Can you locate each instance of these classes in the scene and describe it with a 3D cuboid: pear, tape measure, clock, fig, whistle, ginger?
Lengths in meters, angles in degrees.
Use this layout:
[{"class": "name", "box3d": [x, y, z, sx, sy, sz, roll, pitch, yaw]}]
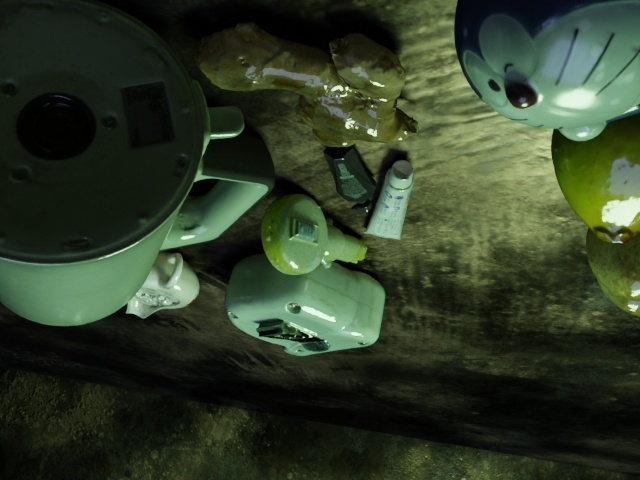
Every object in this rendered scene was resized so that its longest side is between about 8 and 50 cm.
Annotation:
[{"class": "pear", "box3d": [0.367, 0.014, 0.793, 0.167, 0.137, 0.167, 12, 159, 5]}, {"class": "tape measure", "box3d": [-0.034, 0.114, 1.218, 0.246, 0.125, 0.243, 25, 153, -33]}, {"class": "clock", "box3d": [0.207, -0.137, 0.498, 0.243, 0.147, 0.199, 11, 153, -12]}, {"class": "fig", "box3d": [0.273, -0.078, 0.650, 0.135, 0.121, 0.153, 6, 134, 24]}, {"class": "whistle", "box3d": [0.000, 0.000, 0.985, 0.057, 0.104, 0.198, -5, 166, 38]}, {"class": "ginger", "box3d": [-0.011, -0.139, 0.692, 0.214, 0.059, 0.133, 6, 153, 5]}]

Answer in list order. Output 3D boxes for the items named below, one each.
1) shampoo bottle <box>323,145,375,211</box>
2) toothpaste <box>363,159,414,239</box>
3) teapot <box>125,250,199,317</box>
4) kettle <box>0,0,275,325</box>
[{"class": "shampoo bottle", "box3d": [0.037, -0.072, 0.872, 0.048, 0.027, 0.137, -6, 154, 15]}, {"class": "toothpaste", "box3d": [0.087, -0.041, 0.923, 0.052, 0.033, 0.218, 10, 160, 2]}, {"class": "teapot", "box3d": [-0.271, 0.063, 1.241, 0.145, 0.092, 0.226, 17, 156, -22]}, {"class": "kettle", "box3d": [-0.226, -0.059, 0.810, 0.360, 0.250, 0.377, -13, 168, -21]}]
